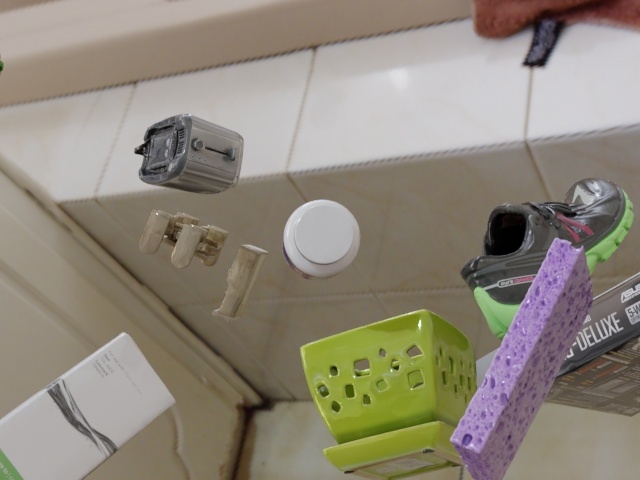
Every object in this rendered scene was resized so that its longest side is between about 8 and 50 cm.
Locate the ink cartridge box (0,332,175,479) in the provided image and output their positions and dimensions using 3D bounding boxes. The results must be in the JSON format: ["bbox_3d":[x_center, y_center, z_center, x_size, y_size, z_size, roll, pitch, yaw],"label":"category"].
[{"bbox_3d":[-0.268,0.201,0.925,0.219,0.093,0.160,-37,1,-40],"label":"ink cartridge box"}]

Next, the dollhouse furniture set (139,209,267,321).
[{"bbox_3d":[-0.262,0.053,2.068,0.242,0.212,0.161,23,94,8],"label":"dollhouse furniture set"}]

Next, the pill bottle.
[{"bbox_3d":[0.000,0.000,1.355,0.108,0.193,0.108,0,85,-3],"label":"pill bottle"}]

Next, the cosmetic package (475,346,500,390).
[{"bbox_3d":[0.328,0.292,1.806,0.107,0.238,0.127,34,119,32],"label":"cosmetic package"}]

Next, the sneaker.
[{"bbox_3d":[0.418,-0.013,1.744,0.483,0.202,0.185,-39,-3,-45],"label":"sneaker"}]

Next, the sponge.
[{"bbox_3d":[0.187,0.113,0.862,0.031,0.117,0.210,22,71,29],"label":"sponge"}]

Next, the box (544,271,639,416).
[{"bbox_3d":[0.438,0.152,1.311,0.242,0.307,0.077,-37,53,35],"label":"box"}]

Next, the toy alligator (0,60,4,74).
[{"bbox_3d":[-0.532,-0.243,1.453,0.056,0.051,0.190,-13,36,33],"label":"toy alligator"}]

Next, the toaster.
[{"bbox_3d":[-0.247,-0.156,1.813,0.227,0.146,0.129,-8,72,55],"label":"toaster"}]

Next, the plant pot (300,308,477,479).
[{"bbox_3d":[0.123,0.257,1.498,0.227,0.228,0.207,-19,62,22],"label":"plant pot"}]
